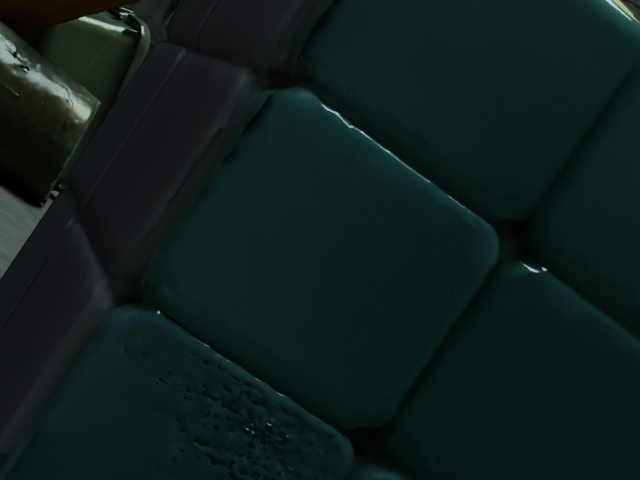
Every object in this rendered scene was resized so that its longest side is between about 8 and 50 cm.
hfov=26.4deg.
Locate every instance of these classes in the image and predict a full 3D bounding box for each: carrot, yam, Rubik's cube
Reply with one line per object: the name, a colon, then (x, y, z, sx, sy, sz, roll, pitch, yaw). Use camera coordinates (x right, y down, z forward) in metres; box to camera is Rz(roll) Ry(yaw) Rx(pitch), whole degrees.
carrot: (-0.265, -0.182, 1.096, 0.336, 0.069, 0.069, -2, -23, 32)
yam: (-0.287, -0.142, 1.038, 0.259, 0.106, 0.106, 37, 1, -14)
Rubik's cube: (0.023, 0.024, 0.497, 0.231, 0.224, 0.221, 35, 0, -18)

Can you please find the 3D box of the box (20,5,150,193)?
box: (-0.234, -0.136, 1.168, 0.093, 0.172, 0.124, 16, 13, -42)
